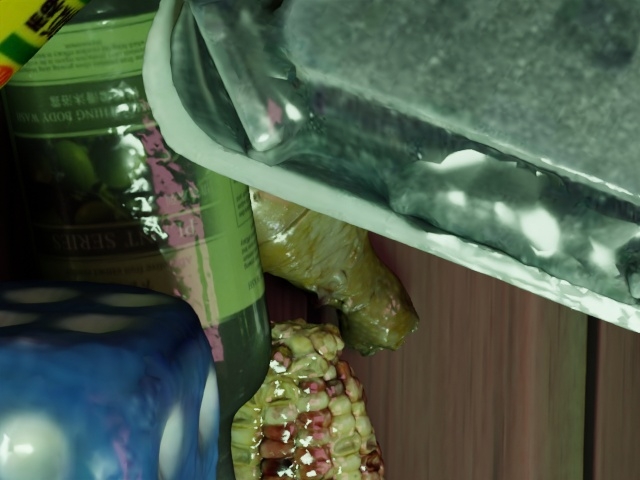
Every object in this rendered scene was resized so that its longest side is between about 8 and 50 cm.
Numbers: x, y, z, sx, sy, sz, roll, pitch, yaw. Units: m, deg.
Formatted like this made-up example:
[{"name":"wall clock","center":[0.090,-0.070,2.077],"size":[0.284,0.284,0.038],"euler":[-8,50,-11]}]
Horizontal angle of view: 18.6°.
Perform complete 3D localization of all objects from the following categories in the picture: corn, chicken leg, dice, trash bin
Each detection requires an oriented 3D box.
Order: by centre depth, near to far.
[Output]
[{"name":"dice","center":[-0.119,0.095,0.778],"size":[0.146,0.143,0.146],"euler":[-43,137,-76]},{"name":"trash bin","center":[0.096,-0.144,0.821],"size":[0.367,0.256,0.296],"euler":[-66,176,-84]},{"name":"corn","center":[-0.004,0.176,0.979],"size":[0.098,0.098,0.289],"euler":[-21,106,-44]},{"name":"chicken leg","center":[0.003,0.000,0.989],"size":[0.198,0.069,0.085],"euler":[50,55,-46]}]

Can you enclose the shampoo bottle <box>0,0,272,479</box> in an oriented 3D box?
[{"name":"shampoo bottle","center":[-0.077,0.008,0.877],"size":[0.101,0.101,0.283],"euler":[-23,111,-43]}]

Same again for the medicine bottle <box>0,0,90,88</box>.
[{"name":"medicine bottle","center":[-0.138,-0.066,0.651],"size":[0.260,0.095,0.064],"euler":[-43,99,3]}]
